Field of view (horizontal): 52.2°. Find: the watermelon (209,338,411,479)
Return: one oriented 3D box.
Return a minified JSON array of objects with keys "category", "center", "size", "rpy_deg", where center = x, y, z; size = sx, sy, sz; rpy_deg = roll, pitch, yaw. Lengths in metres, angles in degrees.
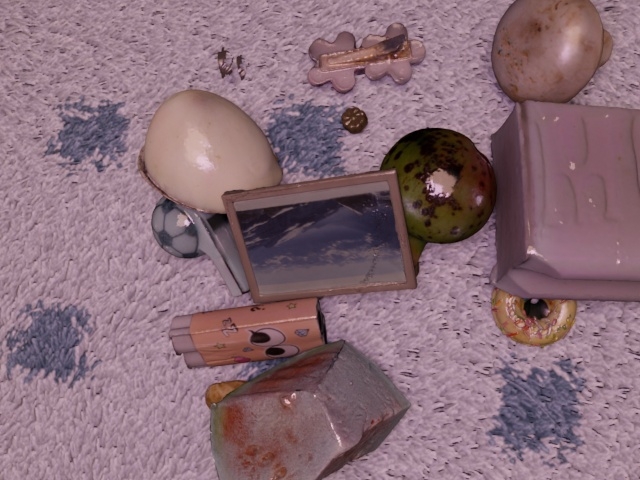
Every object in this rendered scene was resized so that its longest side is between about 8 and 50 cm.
[{"category":"watermelon","center":[-0.009,0.331,1.182],"size":[0.387,0.258,0.229],"rpy_deg":[-17,92,-12]}]

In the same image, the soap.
[{"category":"soap","center":[0.551,-0.069,1.211],"size":[0.434,0.213,0.351],"rpy_deg":[4,70,2]}]

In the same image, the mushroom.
[{"category":"mushroom","center":[0.475,-0.379,1.309],"size":[0.243,0.243,0.244],"rpy_deg":[-1,83,6]}]

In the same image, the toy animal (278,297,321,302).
[{"category":"toy animal","center":[-0.006,0.087,1.358],"size":[0.252,0.070,0.079],"rpy_deg":[-11,98,2]}]

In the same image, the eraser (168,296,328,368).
[{"category":"eraser","center":[-0.138,0.189,1.316],"size":[0.290,0.171,0.087],"rpy_deg":[-8,55,5]}]

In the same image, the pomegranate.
[{"category":"pomegranate","center":[0.204,-0.079,1.296],"size":[0.242,0.242,0.306],"rpy_deg":[48,133,10]}]

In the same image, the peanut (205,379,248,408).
[{"category":"peanut","center":[-0.144,0.343,1.333],"size":[0.192,0.089,0.089],"rpy_deg":[29,87,4]}]

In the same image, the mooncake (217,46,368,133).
[{"category":"mooncake","center":[-0.061,-0.324,1.426],"size":[0.346,0.057,0.150],"rpy_deg":[9,71,1]}]

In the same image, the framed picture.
[{"category":"framed picture","center":[0.000,0.000,1.241],"size":[0.334,0.022,0.247],"rpy_deg":[-6,116,15]}]

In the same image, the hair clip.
[{"category":"hair clip","center":[0.096,-0.393,1.407],"size":[0.256,0.075,0.146],"rpy_deg":[-10,80,11]}]

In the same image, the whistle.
[{"category":"whistle","center":[-0.257,-0.007,1.363],"size":[0.163,0.163,0.290],"rpy_deg":[-28,101,2]}]

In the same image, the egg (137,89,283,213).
[{"category":"egg","center":[-0.209,-0.192,1.306],"size":[0.286,0.174,0.264],"rpy_deg":[25,43,1]}]

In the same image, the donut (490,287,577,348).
[{"category":"donut","center":[0.427,0.127,1.302],"size":[0.174,0.068,0.175],"rpy_deg":[-1,83,5]}]
